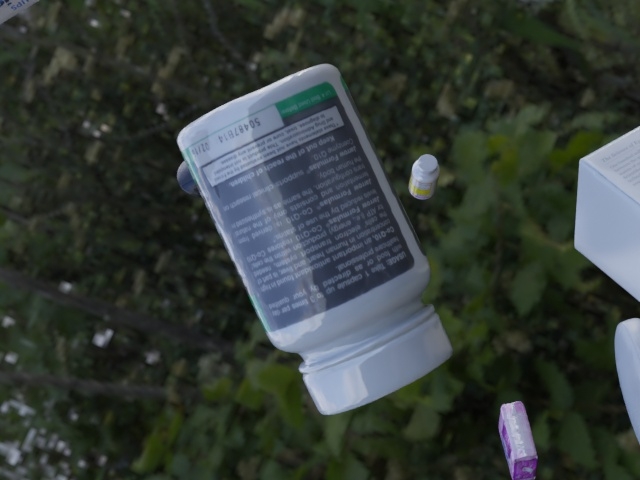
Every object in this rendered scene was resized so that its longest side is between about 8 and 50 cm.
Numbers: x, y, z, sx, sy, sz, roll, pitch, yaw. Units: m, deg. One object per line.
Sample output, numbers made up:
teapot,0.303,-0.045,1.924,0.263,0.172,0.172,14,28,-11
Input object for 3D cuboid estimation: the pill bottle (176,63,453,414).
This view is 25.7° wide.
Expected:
pill bottle,0.000,0.000,1.595,0.204,0.361,0.204,-25,2,1

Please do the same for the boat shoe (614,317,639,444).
boat shoe,0.543,0.266,1.978,0.136,0.156,0.367,93,161,-61

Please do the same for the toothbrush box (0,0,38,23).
toothbrush box,-0.564,-0.434,2.078,0.206,0.122,0.283,-31,-36,3

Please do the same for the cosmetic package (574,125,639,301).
cosmetic package,0.415,-0.024,1.418,0.224,0.224,0.138,-28,-40,-20

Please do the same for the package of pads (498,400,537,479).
package of pads,0.231,0.235,1.643,0.050,0.032,0.083,85,177,-45

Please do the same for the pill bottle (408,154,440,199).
pill bottle,0.162,-0.100,2.183,0.083,0.043,0.043,97,-162,-63

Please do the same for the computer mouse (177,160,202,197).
computer mouse,-0.098,-0.142,2.322,0.060,0.262,0.184,95,-176,-52
